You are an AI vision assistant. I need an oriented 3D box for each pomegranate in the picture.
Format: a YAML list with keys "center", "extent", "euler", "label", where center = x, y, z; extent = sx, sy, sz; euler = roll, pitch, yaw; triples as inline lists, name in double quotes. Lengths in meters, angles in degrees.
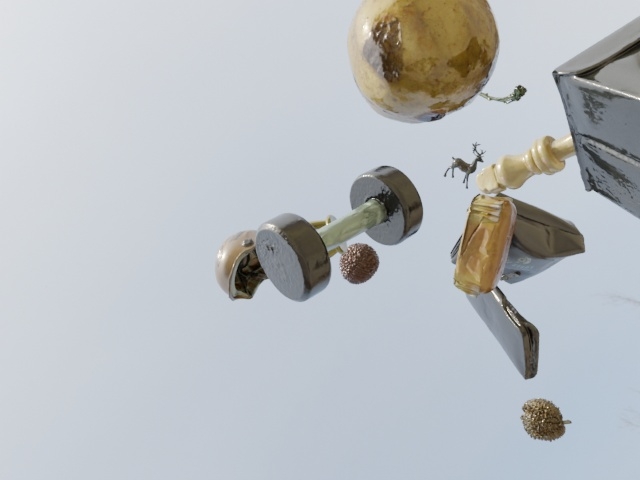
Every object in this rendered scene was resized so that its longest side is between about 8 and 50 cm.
- center: [0.185, -0.346, 0.944]
  extent: [0.281, 0.281, 0.281]
  euler: [3, -96, -28]
  label: "pomegranate"

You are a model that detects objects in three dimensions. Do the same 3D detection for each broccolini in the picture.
- center: [0.524, -0.433, 1.538]
  extent: [0.054, 0.194, 0.052]
  euler: [-1, -79, -42]
  label: "broccolini"

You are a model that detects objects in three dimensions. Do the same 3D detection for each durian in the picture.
- center: [0.424, 0.337, 0.976]
  extent: [0.080, 0.091, 0.080]
  euler: [30, -125, -57]
  label: "durian"

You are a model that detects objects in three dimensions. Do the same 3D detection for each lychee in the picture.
- center: [0.115, 0.074, 1.556]
  extent: [0.123, 0.123, 0.129]
  euler: [28, -137, -23]
  label: "lychee"

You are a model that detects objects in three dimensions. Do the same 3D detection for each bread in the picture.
- center: [0.405, 0.011, 1.271]
  extent: [0.136, 0.107, 0.241]
  euler: [-22, -56, -56]
  label: "bread"

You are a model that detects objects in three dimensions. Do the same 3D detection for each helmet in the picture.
- center: [-0.223, 0.058, 1.463]
  extent: [0.224, 0.130, 0.198]
  euler: [-36, -37, -43]
  label: "helmet"

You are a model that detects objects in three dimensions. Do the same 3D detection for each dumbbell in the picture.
- center: [0.025, -0.012, 0.608]
  extent: [0.191, 0.100, 0.100]
  euler: [-28, -81, -31]
  label: "dumbbell"

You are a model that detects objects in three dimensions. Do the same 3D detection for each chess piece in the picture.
- center: [0.566, -0.212, 1.291]
  extent: [0.117, 0.397, 0.117]
  euler: [17, -118, -34]
  label: "chess piece"

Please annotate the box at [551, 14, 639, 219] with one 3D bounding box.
- center: [0.560, -0.206, 0.725]
  extent: [0.345, 0.204, 0.251]
  euler: [-33, -55, 3]
  label: "box"

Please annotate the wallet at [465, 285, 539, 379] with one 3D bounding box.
- center: [0.492, 0.197, 1.459]
  extent: [0.051, 0.377, 0.197]
  euler: [-19, -56, -3]
  label: "wallet"

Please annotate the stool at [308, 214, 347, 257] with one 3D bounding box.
- center: [0.000, 0.000, 1.360]
  extent: [0.135, 0.110, 0.134]
  euler: [33, -142, -61]
  label: "stool"

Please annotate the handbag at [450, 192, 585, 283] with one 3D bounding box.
- center: [0.579, 0.021, 1.584]
  extent: [0.342, 0.288, 0.152]
  euler: [19, -130, -15]
  label: "handbag"

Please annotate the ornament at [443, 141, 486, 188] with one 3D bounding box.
- center: [0.356, -0.191, 1.267]
  extent: [0.073, 0.125, 0.028]
  euler: [34, -131, 16]
  label: "ornament"
